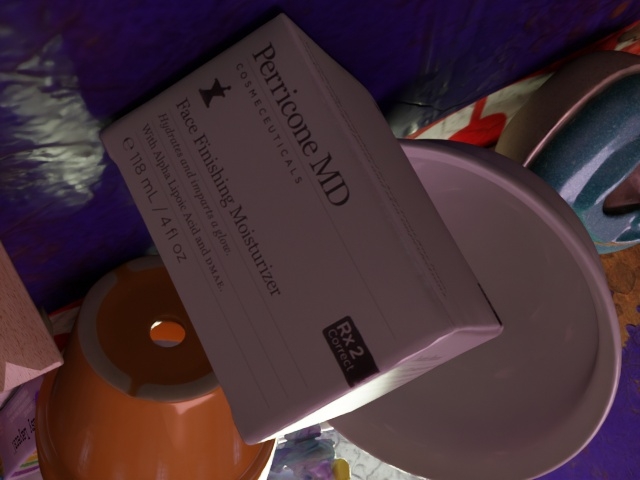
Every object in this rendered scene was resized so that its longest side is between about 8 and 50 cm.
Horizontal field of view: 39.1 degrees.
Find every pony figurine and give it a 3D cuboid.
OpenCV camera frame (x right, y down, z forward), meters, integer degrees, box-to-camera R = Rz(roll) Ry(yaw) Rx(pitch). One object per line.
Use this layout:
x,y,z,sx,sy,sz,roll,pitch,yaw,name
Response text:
-0.126,0.331,1.368,0.363,0.303,0.351,-18,-163,21,pony figurine

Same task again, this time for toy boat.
0.234,-0.010,0.824,0.267,0.148,0.318,13,123,-48,toy boat

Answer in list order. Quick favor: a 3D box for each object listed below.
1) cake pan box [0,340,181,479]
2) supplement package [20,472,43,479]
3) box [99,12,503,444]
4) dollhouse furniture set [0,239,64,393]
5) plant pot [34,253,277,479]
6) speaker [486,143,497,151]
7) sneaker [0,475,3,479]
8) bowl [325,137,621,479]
-0.206,0.160,0.975,0.267,0.070,0.246,-16,165,-41,cake pan box
-0.281,0.317,1.086,0.244,0.139,0.134,-12,-177,25,supplement package
0.000,0.000,0.508,0.119,0.181,0.182,-31,166,13,box
-0.226,0.014,0.454,0.144,0.123,0.151,-25,-158,-10,dollhouse furniture set
-0.127,0.115,0.722,0.205,0.205,0.188,-21,150,-26,plant pot
0.182,-0.069,0.889,0.136,0.055,0.055,-24,167,-16,speaker
-0.479,0.288,0.866,0.341,0.125,0.139,-10,175,-37,sneaker
0.103,0.037,0.723,0.298,0.298,0.134,-39,-178,41,bowl
